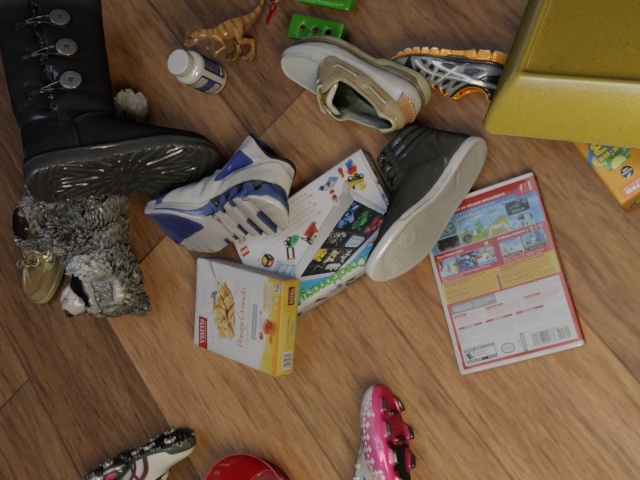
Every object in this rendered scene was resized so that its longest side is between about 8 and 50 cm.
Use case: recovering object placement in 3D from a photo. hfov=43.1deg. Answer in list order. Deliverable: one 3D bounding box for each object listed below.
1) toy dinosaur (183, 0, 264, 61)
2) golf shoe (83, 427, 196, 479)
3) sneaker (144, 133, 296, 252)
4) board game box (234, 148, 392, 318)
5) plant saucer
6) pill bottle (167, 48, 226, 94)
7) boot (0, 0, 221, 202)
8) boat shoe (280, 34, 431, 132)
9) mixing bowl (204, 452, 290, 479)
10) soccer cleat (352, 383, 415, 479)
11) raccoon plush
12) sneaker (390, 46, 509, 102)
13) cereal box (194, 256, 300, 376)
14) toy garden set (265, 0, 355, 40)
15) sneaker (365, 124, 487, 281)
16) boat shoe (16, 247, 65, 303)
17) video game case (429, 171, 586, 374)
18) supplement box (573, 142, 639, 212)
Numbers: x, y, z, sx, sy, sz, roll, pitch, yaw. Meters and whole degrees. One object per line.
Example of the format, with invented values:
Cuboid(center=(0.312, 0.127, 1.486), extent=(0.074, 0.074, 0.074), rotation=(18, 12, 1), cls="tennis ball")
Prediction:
Cuboid(center=(-0.160, -0.410, 1.571), extent=(0.212, 0.112, 0.064), rotation=(-34, 37, -21), cls="toy dinosaur")
Cuboid(center=(-0.328, 0.448, 1.566), extent=(0.273, 0.105, 0.120), rotation=(-31, 87, 28), cls="golf shoe")
Cuboid(center=(-0.159, -0.091, 1.503), extent=(0.316, 0.127, 0.182), rotation=(-8, 44, 36), cls="sneaker")
Cuboid(center=(0.000, 0.000, 1.455), extent=(0.305, 0.053, 0.192), rotation=(-33, 70, 21), cls="board game box")
Cuboid(center=(0.432, -0.293, 1.172), extent=(0.333, 0.081, 0.332), rotation=(11, 65, 28), cls="plant saucer")
Cuboid(center=(-0.242, -0.331, 1.582), extent=(0.067, 0.120, 0.067), rotation=(-4, 82, 27), cls="pill bottle")
Cuboid(center=(-0.419, -0.299, 1.578), extent=(0.445, 0.367, 0.146), rotation=(69, 151, 30), cls="boot")
Cuboid(center=(0.038, -0.272, 1.411), extent=(0.302, 0.113, 0.103), rotation=(23, 60, 33), cls="boat shoe")
Cuboid(center=(-0.112, 0.462, 1.436), extent=(0.182, 0.098, 0.181), rotation=(-3, 84, 27), cls="mixing bowl")
Cuboid(center=(0.089, 0.407, 1.326), extent=(0.143, 0.116, 0.331), rotation=(-18, 77, 25), cls="soccer cleat")
Cuboid(center=(-0.400, -0.059, 1.602), extent=(0.299, 0.216, 0.446), rotation=(31, 96, 16), cls="raccoon plush")
Cuboid(center=(0.211, -0.279, 1.362), extent=(0.215, 0.084, 0.083), rotation=(9, 98, 30), cls="sneaker")
Cuboid(center=(-0.140, 0.133, 1.470), extent=(0.240, 0.047, 0.172), rotation=(11, 101, 43), cls="cereal box")
Cuboid(center=(-0.016, -0.494, 1.519), extent=(0.204, 0.049, 0.244), rotation=(17, 94, 22), cls="toy garden set")
Cuboid(center=(0.136, -0.069, 1.336), extent=(0.147, 0.104, 0.295), rotation=(28, 75, 38), cls="sneaker")
Cuboid(center=(-0.610, -0.005, 1.757), extent=(0.105, 0.089, 0.285), rotation=(6, 87, 28), cls="boat shoe")
Cuboid(center=(0.288, 0.055, 1.313), extent=(0.204, 0.025, 0.285), rotation=(-19, 76, 25), cls="video game case")
Cuboid(center=(0.427, -0.159, 1.234), extent=(0.078, 0.080, 0.233), rotation=(-38, 70, 19), cls="supplement box")
